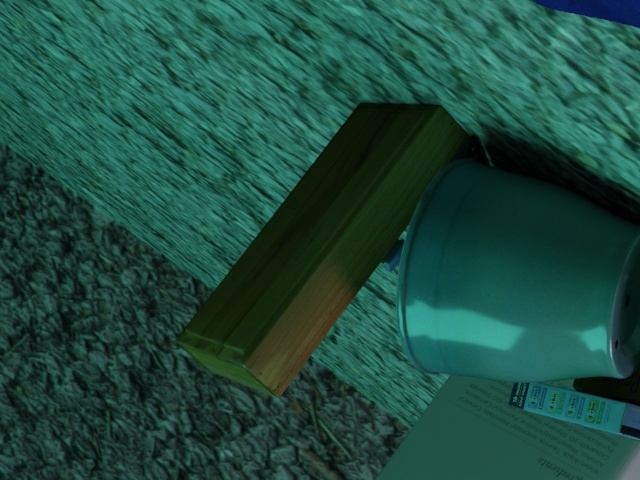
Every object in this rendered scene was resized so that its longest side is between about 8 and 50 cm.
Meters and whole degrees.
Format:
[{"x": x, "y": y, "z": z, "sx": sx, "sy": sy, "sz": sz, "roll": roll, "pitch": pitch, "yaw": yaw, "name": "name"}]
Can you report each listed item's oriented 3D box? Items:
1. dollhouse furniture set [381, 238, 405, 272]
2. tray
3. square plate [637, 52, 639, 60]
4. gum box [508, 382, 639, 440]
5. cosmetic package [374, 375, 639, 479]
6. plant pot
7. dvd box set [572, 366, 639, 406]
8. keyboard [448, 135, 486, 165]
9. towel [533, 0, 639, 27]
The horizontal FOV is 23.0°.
[{"x": 0.130, "y": -0.001, "z": 2.152, "sx": 0.129, "sy": 0.184, "sz": 0.129, "roll": 32, "pitch": 165, "yaw": 19, "name": "dollhouse furniture set"}, {"x": 0.000, "y": 0.000, "z": 2.006, "sx": 0.076, "sy": 0.411, "sz": 0.203, "roll": 45, "pitch": 164, "yaw": -25, "name": "tray"}, {"x": 0.477, "y": -0.092, "z": 1.323, "sx": 0.347, "sy": 0.049, "sz": 0.344, "roll": 39, "pitch": 165, "yaw": -8, "name": "square plate"}, {"x": 0.350, "y": 0.215, "z": 1.922, "sx": 0.157, "sy": 0.041, "sz": 0.184, "roll": 18, "pitch": 174, "yaw": -37, "name": "gum box"}, {"x": 0.342, "y": 0.365, "z": 2.367, "sx": 0.327, "sy": 0.394, "sz": 0.329, "roll": 27, "pitch": 162, "yaw": 35, "name": "cosmetic package"}, {"x": 0.266, "y": 0.055, "z": 1.893, "sx": 0.255, "sy": 0.272, "sz": 0.271, "roll": 12, "pitch": 154, "yaw": 29, "name": "plant pot"}, {"x": 0.543, "y": 0.211, "z": 1.876, "sx": 0.307, "sy": 0.062, "sz": 0.420, "roll": 19, "pitch": 173, "yaw": -22, "name": "dvd box set"}, {"x": 0.191, "y": -0.046, "z": 2.020, "sx": 0.023, "sy": 0.108, "sz": 0.180, "roll": 28, "pitch": 163, "yaw": 33, "name": "keyboard"}, {"x": 0.177, "y": -0.313, "z": 1.321, "sx": 0.308, "sy": 0.076, "sz": 0.227, "roll": 47, "pitch": 170, "yaw": -33, "name": "towel"}]
